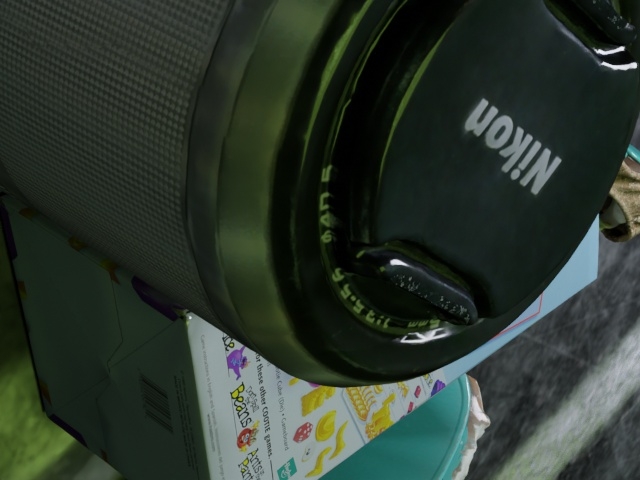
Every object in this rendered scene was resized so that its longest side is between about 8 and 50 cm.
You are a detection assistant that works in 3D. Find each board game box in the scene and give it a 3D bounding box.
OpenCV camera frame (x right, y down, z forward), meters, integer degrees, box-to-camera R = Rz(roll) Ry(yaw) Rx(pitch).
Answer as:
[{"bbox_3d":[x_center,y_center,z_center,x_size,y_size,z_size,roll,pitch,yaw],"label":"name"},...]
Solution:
[{"bbox_3d":[0.000,0.000,0.885,0.275,0.142,0.144,-31,134,-32],"label":"board game box"}]

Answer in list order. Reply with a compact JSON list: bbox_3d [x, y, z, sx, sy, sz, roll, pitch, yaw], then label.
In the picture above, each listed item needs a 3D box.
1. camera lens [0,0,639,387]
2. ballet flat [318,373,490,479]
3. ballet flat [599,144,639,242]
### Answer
[{"bbox_3d":[-0.026,-0.085,0.695,0.219,0.274,0.219,-27,131,-36],"label":"camera lens"},{"bbox_3d":[-0.075,0.213,0.975,0.409,0.147,0.147,-44,139,-15],"label":"ballet flat"},{"bbox_3d":[0.164,-0.046,1.104,0.067,0.073,0.206,-49,139,8],"label":"ballet flat"}]
